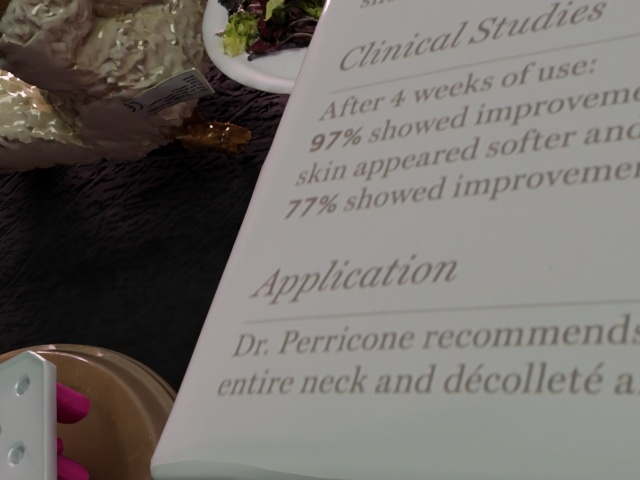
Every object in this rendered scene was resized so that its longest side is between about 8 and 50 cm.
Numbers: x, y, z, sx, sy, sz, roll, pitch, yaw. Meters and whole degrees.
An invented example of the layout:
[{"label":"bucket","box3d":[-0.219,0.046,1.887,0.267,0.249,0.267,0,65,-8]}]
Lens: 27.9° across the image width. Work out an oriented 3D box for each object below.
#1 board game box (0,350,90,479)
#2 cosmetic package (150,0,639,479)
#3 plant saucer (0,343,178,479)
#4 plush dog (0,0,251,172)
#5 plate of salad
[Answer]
[{"label":"board game box","box3d":[-0.274,0.302,0.691,0.390,0.050,0.390,-28,49,22]},{"label":"cosmetic package","box3d":[0.200,0.000,0.556,0.329,0.327,0.394,-4,54,37]},{"label":"plant saucer","box3d":[-0.202,0.183,0.814,0.278,0.041,0.278,-11,54,16]},{"label":"plush dog","box3d":[-0.145,-0.181,0.955,0.210,0.262,0.225,9,66,-12]},{"label":"plate of salad","box3d":[0.013,-0.171,0.838,0.199,0.048,0.200,-11,47,13]}]
